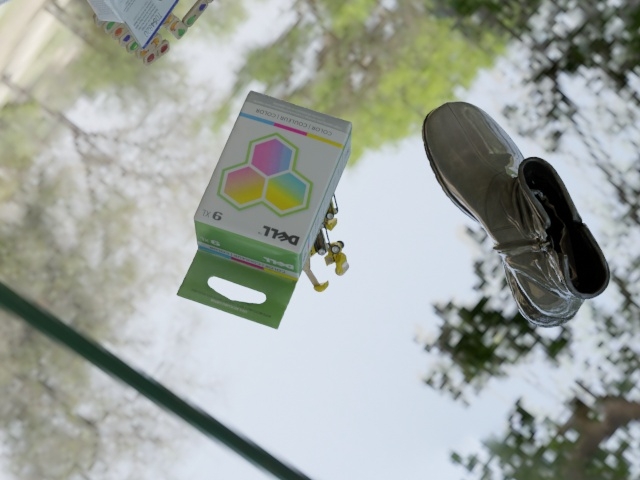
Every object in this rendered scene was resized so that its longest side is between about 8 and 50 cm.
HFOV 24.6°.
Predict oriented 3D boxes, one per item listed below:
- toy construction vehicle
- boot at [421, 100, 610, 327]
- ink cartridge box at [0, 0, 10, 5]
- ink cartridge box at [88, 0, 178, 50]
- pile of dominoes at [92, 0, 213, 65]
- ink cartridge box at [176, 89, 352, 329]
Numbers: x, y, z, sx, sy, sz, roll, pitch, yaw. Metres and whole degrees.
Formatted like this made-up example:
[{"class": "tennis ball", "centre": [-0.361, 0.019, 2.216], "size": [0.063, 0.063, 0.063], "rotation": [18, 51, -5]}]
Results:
[{"class": "toy construction vehicle", "centre": [0.000, 0.000, 1.659], "size": [0.035, 0.098, 0.086], "rotation": [-9, -163, 18]}, {"class": "boot", "centre": [0.180, -0.045, 1.311], "size": [0.083, 0.246, 0.161], "rotation": [-27, 165, -10]}, {"class": "ink cartridge box", "centre": [-0.424, -0.336, 1.454], "size": [0.198, 0.273, 0.114], "rotation": [-7, -120, 50]}, {"class": "ink cartridge box", "centre": [-0.264, -0.409, 2.005], "size": [0.045, 0.224, 0.223], "rotation": [-3, -137, 34]}, {"class": "pile of dominoes", "centre": [-0.273, -0.402, 2.552], "size": [0.196, 0.040, 0.251], "rotation": [-51, 156, 0]}, {"class": "ink cartridge box", "centre": [-0.054, -0.032, 1.410], "size": [0.062, 0.109, 0.209], "rotation": [91, 19, -64]}]
